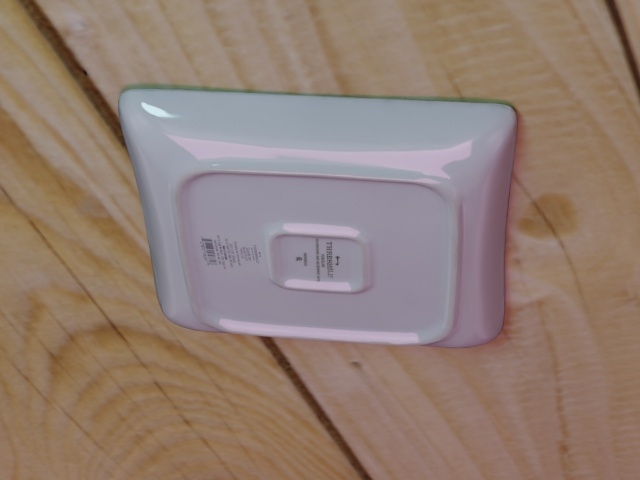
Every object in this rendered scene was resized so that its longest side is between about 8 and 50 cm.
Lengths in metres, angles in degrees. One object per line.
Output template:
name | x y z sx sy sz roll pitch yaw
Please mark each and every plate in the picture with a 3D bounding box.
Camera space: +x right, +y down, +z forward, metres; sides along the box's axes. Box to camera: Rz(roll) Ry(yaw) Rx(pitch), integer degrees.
plate | 0.000 0.000 1.212 0.278 0.045 0.277 4 143 6
